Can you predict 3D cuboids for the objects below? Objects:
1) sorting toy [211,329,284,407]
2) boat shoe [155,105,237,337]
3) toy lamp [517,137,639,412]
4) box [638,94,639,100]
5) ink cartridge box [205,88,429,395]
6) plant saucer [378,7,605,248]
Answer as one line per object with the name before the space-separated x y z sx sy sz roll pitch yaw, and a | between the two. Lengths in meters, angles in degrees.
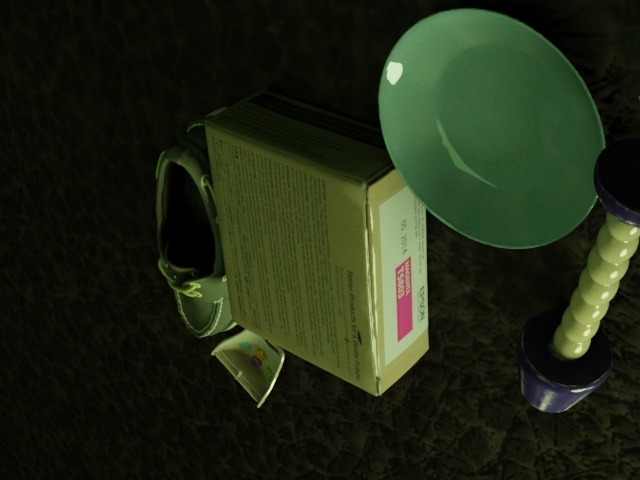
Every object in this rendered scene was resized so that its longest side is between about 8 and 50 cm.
sorting toy | -0.070 0.130 1.268 0.083 0.045 0.075 47 136 11
boat shoe | -0.126 0.000 1.180 0.109 0.091 0.305 36 140 24
toy lamp | 0.202 0.041 0.843 0.080 0.080 0.274 38 146 21
box | 0.268 -0.064 0.742 0.081 0.028 0.136 -17 107 53
ink cartridge box | 0.000 0.000 1.042 0.193 0.088 0.234 23 133 34
plant saucer | 0.133 -0.087 0.857 0.195 0.037 0.195 24 132 30
